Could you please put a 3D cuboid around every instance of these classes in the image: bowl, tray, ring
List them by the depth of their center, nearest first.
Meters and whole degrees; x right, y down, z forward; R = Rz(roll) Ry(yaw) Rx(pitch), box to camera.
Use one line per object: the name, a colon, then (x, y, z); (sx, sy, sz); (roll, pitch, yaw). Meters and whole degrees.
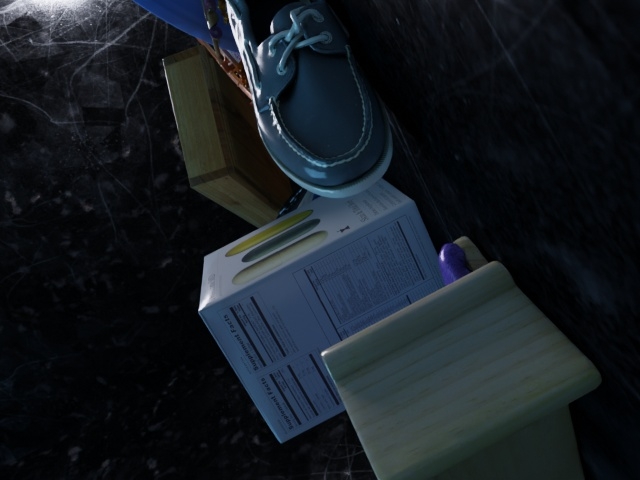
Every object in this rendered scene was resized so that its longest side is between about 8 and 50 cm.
tray: (-0.133, -0.147, 1.023); (0.411, 0.076, 0.203); (37, -143, -75)
bowl: (-0.277, -0.502, 1.099); (0.391, 0.077, 0.391); (31, -156, -16)
ring: (-0.214, -0.383, 1.276); (0.337, 0.032, 0.336); (48, 180, 0)

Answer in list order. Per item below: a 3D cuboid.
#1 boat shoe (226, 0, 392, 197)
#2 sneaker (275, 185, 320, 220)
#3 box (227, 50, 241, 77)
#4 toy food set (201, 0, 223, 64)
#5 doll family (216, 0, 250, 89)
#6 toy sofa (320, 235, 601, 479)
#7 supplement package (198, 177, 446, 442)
boat shoe: (-0.029, -0.174, 0.545); (0.099, 0.116, 0.320); (56, -169, -55)
sneaker: (0.000, 0.000, 0.972); (0.147, 0.330, 0.129); (31, 145, -16)
box: (-0.184, -0.486, 1.349); (0.203, 0.103, 0.114); (63, 180, -1)
toy food set: (-0.171, -0.348, 0.945); (0.122, 0.019, 0.078); (95, 162, -79)
doll family: (-0.106, -0.317, 0.933); (0.163, 0.118, 0.263); (63, 180, 41)
toy sofa: (0.135, 0.187, 0.499); (0.363, 0.150, 0.177); (63, 179, -36)
supplement package: (0.011, 0.070, 0.743); (0.198, 0.262, 0.199); (63, 179, -19)
